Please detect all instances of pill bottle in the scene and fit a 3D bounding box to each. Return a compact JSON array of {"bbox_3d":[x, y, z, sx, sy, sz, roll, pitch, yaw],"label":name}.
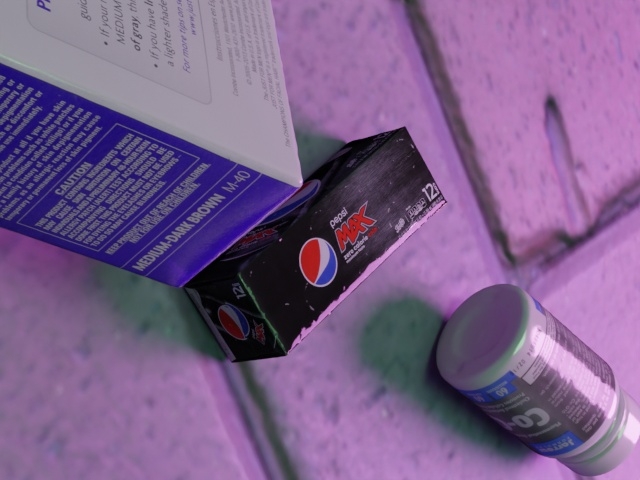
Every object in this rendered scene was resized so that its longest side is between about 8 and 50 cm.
[{"bbox_3d":[0.147,0.095,0.945,0.137,0.078,0.078,39,59,-29],"label":"pill bottle"}]

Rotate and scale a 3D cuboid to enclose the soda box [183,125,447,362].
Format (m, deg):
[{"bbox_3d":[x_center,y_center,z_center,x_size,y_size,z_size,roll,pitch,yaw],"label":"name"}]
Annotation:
[{"bbox_3d":[0.000,0.000,0.850,0.169,0.053,0.060,-42,109,-38],"label":"soda box"}]

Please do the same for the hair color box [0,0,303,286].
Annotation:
[{"bbox_3d":[-0.176,-0.121,0.646,0.339,0.110,0.185,23,43,-37],"label":"hair color box"}]
